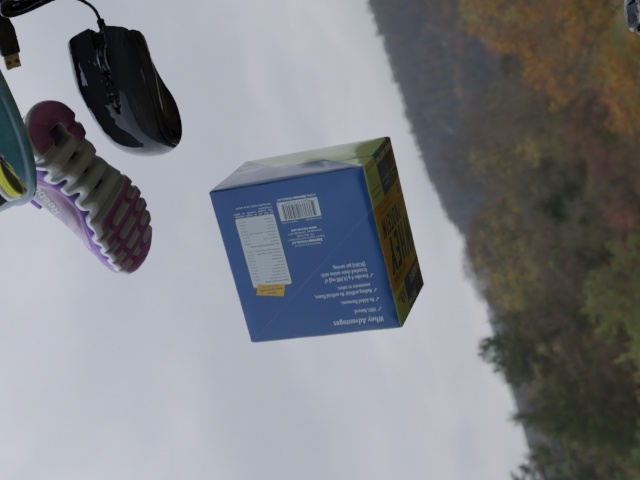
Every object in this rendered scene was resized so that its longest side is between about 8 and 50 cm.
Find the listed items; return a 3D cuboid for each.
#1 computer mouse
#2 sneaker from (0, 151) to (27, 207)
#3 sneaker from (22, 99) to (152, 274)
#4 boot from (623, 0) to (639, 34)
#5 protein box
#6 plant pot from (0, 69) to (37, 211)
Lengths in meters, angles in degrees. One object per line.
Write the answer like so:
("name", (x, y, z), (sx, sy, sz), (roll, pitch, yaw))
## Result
("computer mouse", (-0.268, -0.184, 1.201), (0.060, 0.184, 0.262), (-84, -13, -48))
("sneaker", (-0.174, -0.037, 0.522), (0.083, 0.035, 0.031), (39, 163, 50))
("sneaker", (-0.291, -0.055, 1.248), (0.236, 0.105, 0.095), (57, -140, -29))
("boot", (0.371, -0.232, 0.904), (0.263, 0.229, 0.091), (17, -123, -63))
("protein box", (0.000, 0.000, 1.309), (0.136, 0.200, 0.201), (-51, -50, -63))
("plant pot", (-0.452, -0.096, 1.006), (0.272, 0.255, 0.271), (40, 148, 31))
